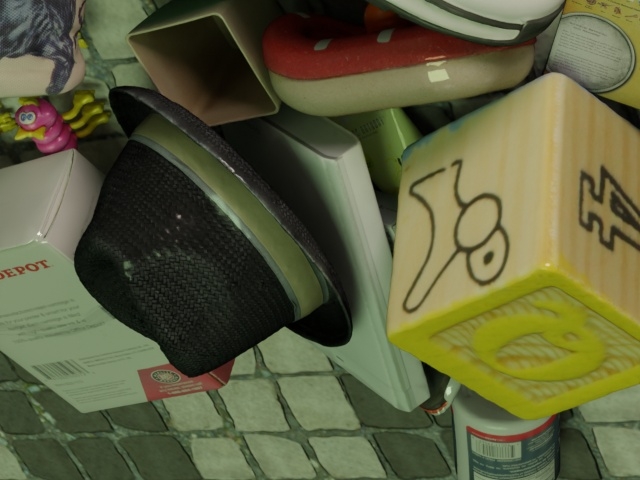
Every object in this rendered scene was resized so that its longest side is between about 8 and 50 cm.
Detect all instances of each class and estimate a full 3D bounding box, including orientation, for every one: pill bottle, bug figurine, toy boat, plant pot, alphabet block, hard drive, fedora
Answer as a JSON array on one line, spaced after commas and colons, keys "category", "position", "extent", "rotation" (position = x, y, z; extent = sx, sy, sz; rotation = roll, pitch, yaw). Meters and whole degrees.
[{"category": "pill bottle", "position": [0.186, 0.206, 1.865], "extent": [0.108, 0.108, 0.180], "rotation": [10, 135, 18]}, {"category": "bug figurine", "position": [-0.333, -0.139, 1.777], "extent": [0.279, 0.072, 0.216], "rotation": [-3, 148, 28]}, {"category": "toy boat", "position": [0.058, -0.187, 1.548], "extent": [0.231, 0.151, 0.151], "rotation": [-5, 97, 32]}, {"category": "plant pot", "position": [-0.085, -0.174, 1.637], "extent": [0.109, 0.096, 0.109], "rotation": [-9, 126, 35]}, {"category": "alphabet block", "position": [0.187, 0.010, 1.575], "extent": [0.193, 0.197, 0.192], "rotation": [30, 142, -31]}, {"category": "hard drive", "position": [0.000, 0.000, 1.738], "extent": [0.203, 0.040, 0.307], "rotation": [34, 151, 45]}, {"category": "fedora", "position": [-0.121, 0.020, 1.680], "extent": [0.334, 0.152, 0.334], "rotation": [42, 167, 12]}]

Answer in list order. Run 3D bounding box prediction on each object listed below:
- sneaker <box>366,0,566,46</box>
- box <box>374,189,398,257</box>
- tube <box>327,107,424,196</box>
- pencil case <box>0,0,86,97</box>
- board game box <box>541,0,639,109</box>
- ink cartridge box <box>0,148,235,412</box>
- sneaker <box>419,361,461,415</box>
[{"category": "sneaker", "position": [0.060, -0.345, 1.348], "extent": [0.447, 0.169, 0.257], "rotation": [41, 137, -11]}, {"category": "box", "position": [0.086, 0.032, 1.748], "extent": [0.186, 0.038, 0.145], "rotation": [55, 162, -26]}, {"category": "tube", "position": [0.100, -0.037, 1.712], "extent": [0.070, 0.062, 0.240], "rotation": [-38, 107, 8]}, {"category": "pencil case", "position": [-0.261, -0.299, 1.417], "extent": [0.183, 0.160, 0.410], "rotation": [35, 130, 46]}, {"category": "board game box", "position": [0.315, -0.163, 1.492], "extent": [0.243, 0.042, 0.165], "rotation": [20, 137, 7]}, {"category": "ink cartridge box", "position": [-0.242, 0.046, 1.869], "extent": [0.207, 0.117, 0.283], "rotation": [-12, 139, 35]}, {"category": "sneaker", "position": [0.090, 0.129, 1.826], "extent": [0.065, 0.061, 0.158], "rotation": [29, 170, -17]}]
